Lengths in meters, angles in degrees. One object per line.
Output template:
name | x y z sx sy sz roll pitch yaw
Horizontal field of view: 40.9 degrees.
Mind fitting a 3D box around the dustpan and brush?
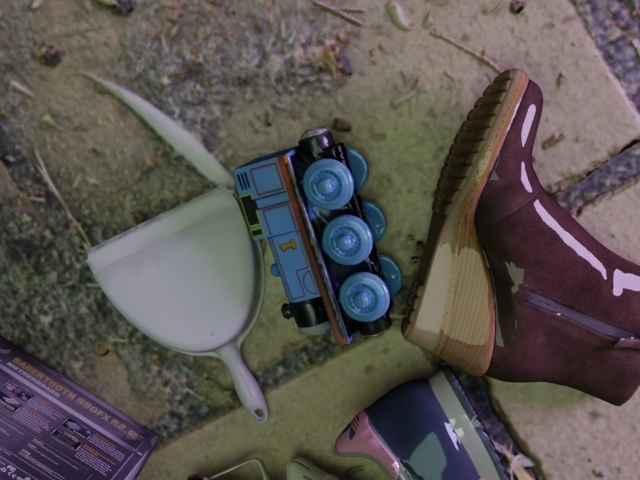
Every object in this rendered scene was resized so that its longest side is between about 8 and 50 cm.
dustpan and brush | -0.097 0.075 0.769 0.147 0.060 0.211 -25 91 0

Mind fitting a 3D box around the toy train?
toy train | 0.000 0.000 0.724 0.105 0.080 0.184 -14 102 21

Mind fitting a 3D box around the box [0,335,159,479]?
box | -0.276 0.168 0.745 0.231 0.183 0.056 32 104 1

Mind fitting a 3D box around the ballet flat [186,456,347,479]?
ballet flat | -0.040 0.230 0.785 0.188 0.070 0.070 -8 100 7

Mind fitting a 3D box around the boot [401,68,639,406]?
boot | 0.194 0.003 0.703 0.206 0.090 0.249 15 103 -7

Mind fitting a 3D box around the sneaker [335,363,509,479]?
sneaker | 0.120 0.273 0.741 0.131 0.112 0.319 -23 89 3
